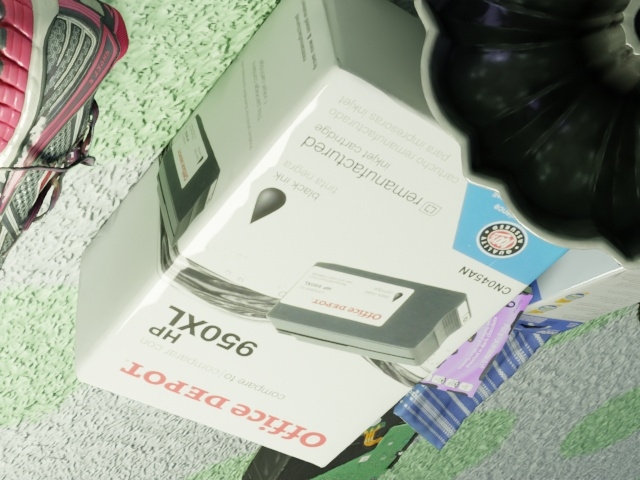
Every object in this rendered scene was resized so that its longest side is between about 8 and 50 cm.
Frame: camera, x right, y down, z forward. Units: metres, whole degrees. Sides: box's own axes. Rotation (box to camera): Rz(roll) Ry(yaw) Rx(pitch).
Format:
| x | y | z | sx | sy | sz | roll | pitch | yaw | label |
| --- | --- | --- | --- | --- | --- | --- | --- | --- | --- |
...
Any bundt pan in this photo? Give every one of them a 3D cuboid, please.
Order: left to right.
| x | y | z | sx | sy | sz | roll | pitch | yaw | label |
| --- | --- | --- | --- | --- | --- | --- | --- | --- | --- |
| 0.232 | -0.147 | 0.840 | 0.330 | 0.331 | 0.124 | -31 | 180 | 6 | bundt pan |

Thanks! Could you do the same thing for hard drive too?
| x | y | z | sx | sy | sz | roll | pitch | yaw | label |
| --- | --- | --- | --- | --- | --- | --- | --- | --- | --- |
| 0.044 | 0.260 | 1.667 | 0.236 | 0.064 | 0.339 | -7 | 143 | -31 | hard drive |

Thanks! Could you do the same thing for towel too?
| x | y | z | sx | sy | sz | roll | pitch | yaw | label |
| --- | --- | --- | --- | --- | --- | --- | --- | --- | --- |
| 0.246 | 0.138 | 1.563 | 0.336 | 0.040 | 0.243 | -44 | 154 | -2 | towel |

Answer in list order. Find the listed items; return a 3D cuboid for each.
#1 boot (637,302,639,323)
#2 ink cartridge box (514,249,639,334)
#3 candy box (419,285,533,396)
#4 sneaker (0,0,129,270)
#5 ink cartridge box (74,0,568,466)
| x | y | z | sx | sy | sz | roll | pitch | yaw | label |
| --- | --- | --- | --- | --- | --- | --- | --- | --- | --- |
| 0.635 | 0.061 | 1.762 | 0.260 | 0.131 | 0.348 | -21 | 149 | -11 | boot |
| 0.353 | 0.033 | 1.382 | 0.311 | 0.065 | 0.185 | -29 | 156 | 34 | ink cartridge box |
| 0.112 | 0.077 | 1.329 | 0.196 | 0.070 | 0.165 | 15 | 124 | -13 | candy box |
| -0.233 | -0.059 | 0.900 | 0.112 | 0.121 | 0.299 | -5 | 143 | -36 | sneaker |
| 0.000 | 0.000 | 1.048 | 0.285 | 0.166 | 0.395 | 25 | 125 | -27 | ink cartridge box |
